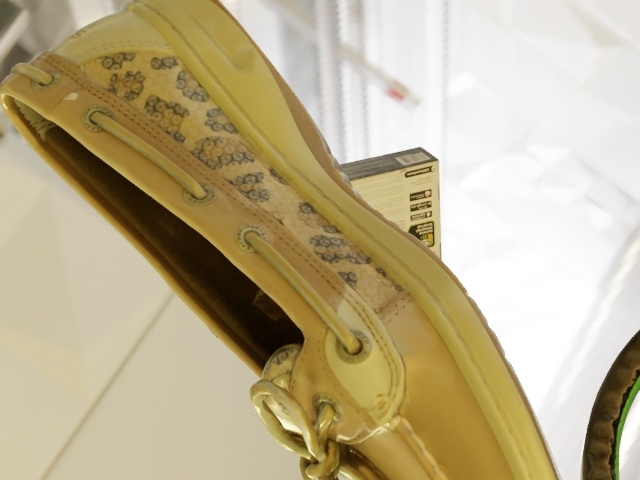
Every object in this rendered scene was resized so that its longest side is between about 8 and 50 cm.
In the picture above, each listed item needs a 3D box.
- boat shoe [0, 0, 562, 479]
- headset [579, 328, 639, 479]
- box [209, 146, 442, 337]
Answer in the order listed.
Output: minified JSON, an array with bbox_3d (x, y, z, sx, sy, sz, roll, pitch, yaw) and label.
[{"bbox_3d":[-0.015,0.027,0.618,0.089,0.285,0.104,-29,155,-21],"label":"boat shoe"},{"bbox_3d":[0.340,0.105,0.985,0.394,0.243,0.185,-33,164,-2],"label":"headset"},{"bbox_3d":[0.000,0.000,1.348,0.036,0.207,0.114,-136,-142,-56],"label":"box"}]
